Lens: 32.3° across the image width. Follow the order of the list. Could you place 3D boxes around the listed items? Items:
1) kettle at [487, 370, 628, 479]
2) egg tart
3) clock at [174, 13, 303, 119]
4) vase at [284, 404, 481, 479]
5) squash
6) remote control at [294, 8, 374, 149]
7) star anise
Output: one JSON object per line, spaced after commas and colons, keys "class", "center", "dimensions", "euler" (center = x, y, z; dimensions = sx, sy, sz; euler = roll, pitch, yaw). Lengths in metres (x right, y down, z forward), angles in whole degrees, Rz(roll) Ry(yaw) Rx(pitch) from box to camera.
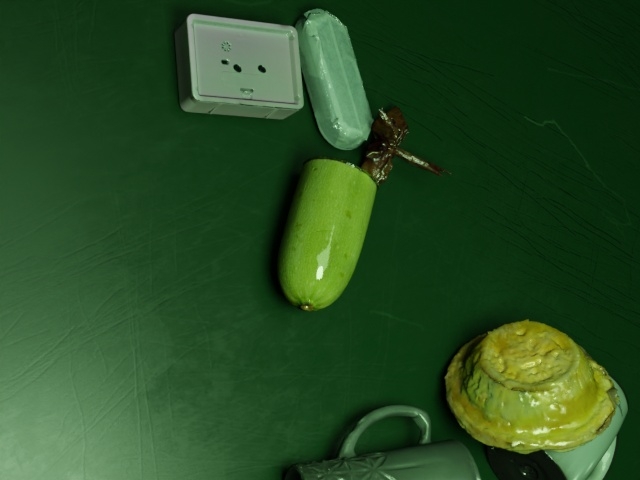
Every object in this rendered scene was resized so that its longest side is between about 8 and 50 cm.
{"class": "kettle", "center": [0.429, 0.345, 1.905], "dimensions": [0.236, 0.161, 0.221], "euler": [-41, 113, -34]}
{"class": "egg tart", "center": [0.343, 0.229, 1.812], "dimensions": [0.288, 0.288, 0.118], "euler": [-34, 137, -32]}
{"class": "clock", "center": [-0.131, -0.276, 1.783], "dimensions": [0.197, 0.063, 0.150], "euler": [1, 77, -30]}
{"class": "vase", "center": [0.096, 0.379, 1.710], "dimensions": [0.301, 0.156, 0.251], "euler": [2, 69, -24]}
{"class": "squash", "center": [0.000, 0.000, 1.753], "dimensions": [0.133, 0.132, 0.247], "euler": [27, 67, -22]}
{"class": "remote control", "center": [0.023, -0.275, 1.882], "dimensions": [0.104, 0.052, 0.247], "euler": [-12, 82, -36]}
{"class": "star anise", "center": [0.145, -0.147, 1.880], "dimensions": [0.144, 0.158, 0.140], "euler": [21, 22, 15]}
